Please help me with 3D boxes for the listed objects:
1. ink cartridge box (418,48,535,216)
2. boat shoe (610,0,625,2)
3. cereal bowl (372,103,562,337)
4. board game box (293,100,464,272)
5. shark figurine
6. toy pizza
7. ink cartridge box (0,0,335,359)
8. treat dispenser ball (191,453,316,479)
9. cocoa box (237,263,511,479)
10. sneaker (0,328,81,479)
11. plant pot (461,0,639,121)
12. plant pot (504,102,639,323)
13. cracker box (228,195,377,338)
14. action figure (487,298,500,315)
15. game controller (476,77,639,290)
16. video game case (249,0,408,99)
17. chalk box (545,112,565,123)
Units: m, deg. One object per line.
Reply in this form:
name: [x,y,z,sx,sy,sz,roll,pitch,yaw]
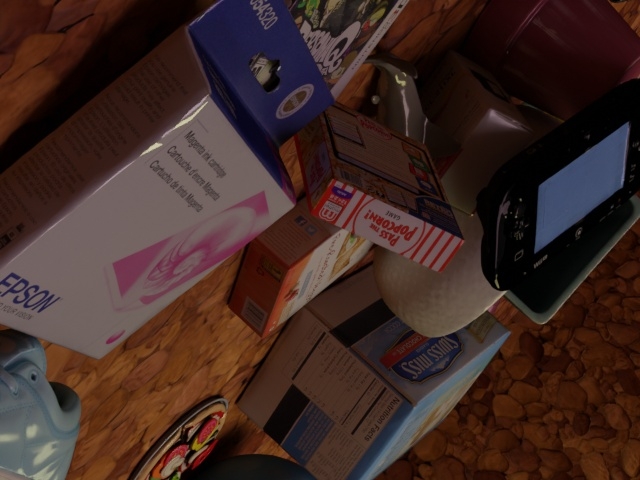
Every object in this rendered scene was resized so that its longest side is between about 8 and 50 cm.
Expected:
ink cartridge box: [0.166,-0.131,1.578,0.127,0.072,0.175,-55,-153,20]
boat shoe: [0.482,-0.424,1.923,0.065,0.075,0.206,-39,167,-42]
cereal bowl: [0.179,-0.048,1.754,0.339,0.141,0.339,-50,-165,18]
board game box: [0.052,-0.062,1.291,0.045,0.147,0.193,-56,-158,24]
shark figurine: [0.100,-0.133,1.468,0.166,0.116,0.278,-55,159,-33]
toy pizza: [-0.197,0.306,1.882,0.201,0.032,0.201,-44,165,-16]
ink cartridge box: [-0.123,-0.041,1.084,0.330,0.071,0.324,-38,164,1]
treat dispenser ball: [-0.104,0.482,2.091,0.288,0.288,0.288,-44,164,-16]
cocoa box: [0.090,0.197,2.042,0.347,0.228,0.231,-26,153,-55]
sneaker: [-0.295,0.128,1.059,0.366,0.135,0.150,65,42,-71]
plant pot: [0.308,-0.242,1.675,0.201,0.180,0.201,-45,164,-17]
plant pot: [0.315,-0.037,2.107,0.247,0.248,0.252,-48,-179,-4]
cracker box: [0.000,0.000,1.620,0.232,0.067,0.155,-39,163,-34]
action figure: [0.291,0.009,2.331,0.276,0.248,0.370,15,119,-43]
game controller: [0.298,-0.068,1.559,0.319,0.067,0.166,-33,128,-31]
video game case: [0.013,-0.214,1.177,0.210,0.042,0.232,-53,164,16]
chalk box: [0.379,-0.240,1.970,0.132,0.132,0.213,-52,163,11]
